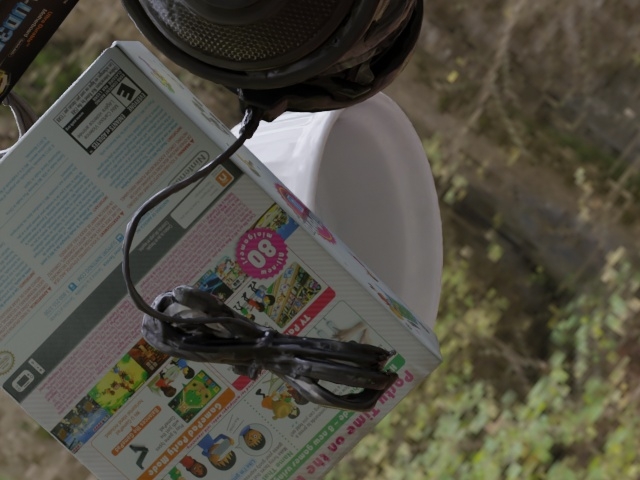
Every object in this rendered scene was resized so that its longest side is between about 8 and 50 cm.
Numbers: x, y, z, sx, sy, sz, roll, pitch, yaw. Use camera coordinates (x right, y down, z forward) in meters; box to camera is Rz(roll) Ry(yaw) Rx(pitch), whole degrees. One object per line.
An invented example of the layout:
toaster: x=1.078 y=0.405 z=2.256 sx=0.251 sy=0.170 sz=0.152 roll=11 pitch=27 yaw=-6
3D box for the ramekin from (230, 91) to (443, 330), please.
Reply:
ramekin: x=0.000 y=0.000 z=1.426 sx=0.135 sy=0.277 sz=0.277 roll=-4 pitch=28 yaw=28

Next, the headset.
headset: x=0.007 y=-0.124 z=0.739 sx=0.243 sy=0.185 sz=0.394 roll=7 pitch=-78 yaw=-81

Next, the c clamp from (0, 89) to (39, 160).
c clamp: x=-0.310 y=-0.094 z=1.234 sx=0.022 sy=0.161 sz=0.137 roll=-109 pitch=15 yaw=-49

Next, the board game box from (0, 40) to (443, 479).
board game box: x=-0.101 y=0.047 z=1.035 sx=0.224 sy=0.303 sz=0.097 roll=-45 pitch=4 yaw=6

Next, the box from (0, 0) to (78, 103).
box: x=-0.207 y=-0.209 z=0.875 sx=0.051 sy=0.220 sz=0.175 roll=3 pitch=-40 yaw=-48
